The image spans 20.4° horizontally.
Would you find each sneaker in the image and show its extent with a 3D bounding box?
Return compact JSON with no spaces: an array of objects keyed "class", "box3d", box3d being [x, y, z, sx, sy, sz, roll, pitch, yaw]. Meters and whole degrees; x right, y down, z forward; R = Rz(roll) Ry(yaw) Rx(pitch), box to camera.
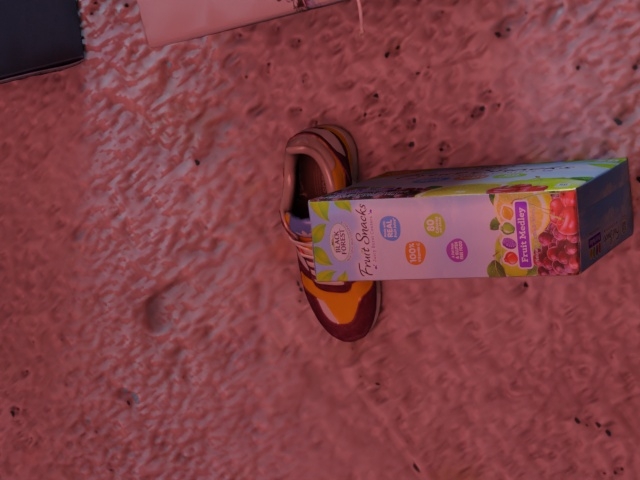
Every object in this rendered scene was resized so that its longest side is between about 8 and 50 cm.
[{"class":"sneaker","box3d":[0.000,0.000,1.463,0.069,0.084,0.185,-8,99,24]}]

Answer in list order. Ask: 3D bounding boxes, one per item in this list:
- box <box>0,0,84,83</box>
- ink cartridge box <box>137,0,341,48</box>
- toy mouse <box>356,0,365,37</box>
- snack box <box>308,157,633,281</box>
[{"class":"box","box3d":[-0.396,-0.294,1.503,0.312,0.179,0.343,-2,102,24]},{"class":"ink cartridge box","box3d":[-0.017,-0.261,1.359,0.232,0.171,0.168,-11,99,23]},{"class":"toy mouse","box3d":[0.038,-0.208,1.237,0.161,0.031,0.143,21,109,16]},{"class":"snack box","box3d":[0.119,-0.017,1.361,0.207,0.174,0.070,-1,99,23]}]
